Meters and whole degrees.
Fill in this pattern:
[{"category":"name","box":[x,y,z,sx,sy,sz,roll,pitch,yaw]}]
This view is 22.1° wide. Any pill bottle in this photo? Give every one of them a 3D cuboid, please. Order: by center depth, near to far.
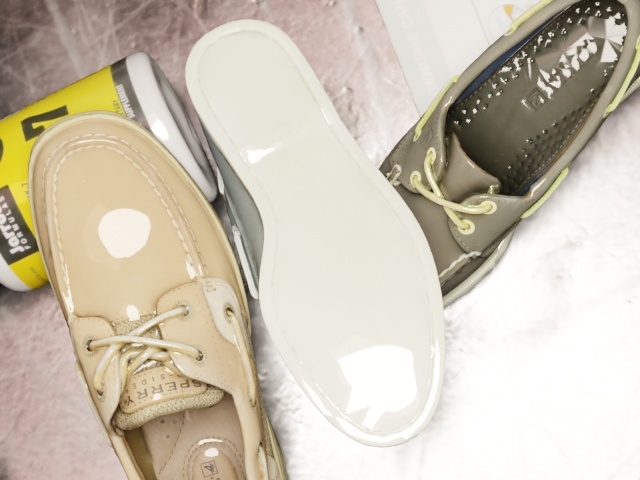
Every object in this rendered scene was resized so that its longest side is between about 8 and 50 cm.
[{"category":"pill bottle","box":[-0.189,-0.037,1.152,0.208,0.119,0.119,-27,80,4]}]

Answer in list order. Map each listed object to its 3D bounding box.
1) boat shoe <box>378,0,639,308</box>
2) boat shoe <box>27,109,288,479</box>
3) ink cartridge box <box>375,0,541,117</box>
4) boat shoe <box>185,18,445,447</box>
[{"category":"boat shoe","box":[0.110,-0.058,1.106,0.109,0.091,0.305,44,104,11]},{"category":"boat shoe","box":[-0.097,0.079,1.072,0.121,0.110,0.341,-22,103,3]},{"category":"ink cartridge box","box":[0.204,-0.288,1.171,0.385,0.091,0.308,-23,80,21]},{"category":"boat shoe","box":[0.000,0.000,1.103,0.116,0.099,0.319,-23,67,-5]}]
